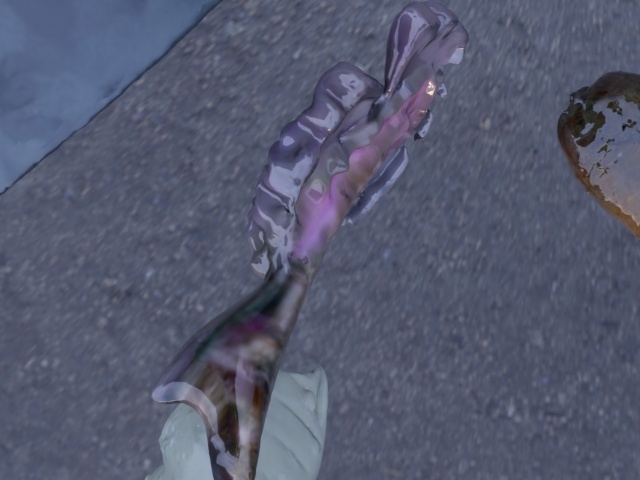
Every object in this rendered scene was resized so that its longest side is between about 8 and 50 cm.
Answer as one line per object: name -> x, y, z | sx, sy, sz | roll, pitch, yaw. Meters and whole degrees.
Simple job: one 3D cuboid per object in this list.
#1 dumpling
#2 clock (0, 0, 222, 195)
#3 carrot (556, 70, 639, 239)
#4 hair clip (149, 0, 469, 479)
dumpling -> -0.065, 0.147, 0.980 | 0.134, 0.169, 0.100 | -31, 122, 35
clock -> -0.134, -0.076, 0.616 | 0.319, 0.319, 0.066 | -35, 107, 19
carrot -> 0.182, -0.003, 0.658 | 0.186, 0.060, 0.060 | 43, 111, 10
hair clip -> -0.007, -0.002, 0.798 | 0.069, 0.300, 0.173 | 26, 148, 3
